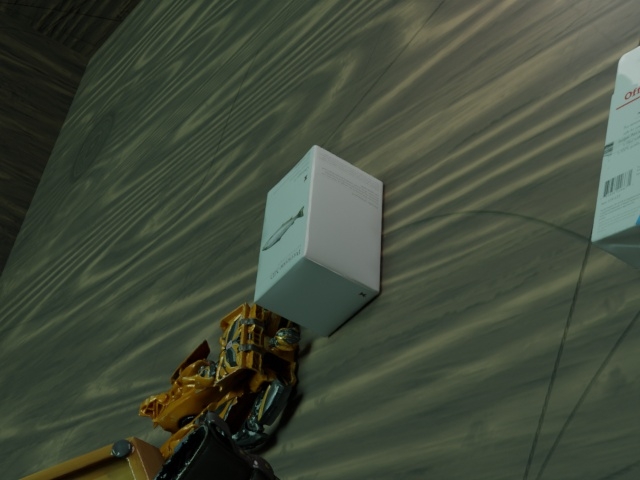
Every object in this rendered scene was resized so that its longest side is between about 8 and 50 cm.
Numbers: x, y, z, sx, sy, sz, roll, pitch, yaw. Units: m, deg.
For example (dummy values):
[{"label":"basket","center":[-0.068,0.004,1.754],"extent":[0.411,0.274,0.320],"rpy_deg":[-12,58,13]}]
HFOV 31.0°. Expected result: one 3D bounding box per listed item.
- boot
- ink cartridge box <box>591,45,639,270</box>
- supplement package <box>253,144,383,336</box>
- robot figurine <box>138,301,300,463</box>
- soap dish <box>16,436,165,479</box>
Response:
[{"label":"boot","center":[-0.084,0.294,1.019],"extent":[0.263,0.229,0.091],"rpy_deg":[-59,23,7]},{"label":"ink cartridge box","center":[0.276,-0.077,0.890],"extent":[0.104,0.060,0.180],"rpy_deg":[-28,40,54]},{"label":"supplement package","center":[0.000,0.000,1.332],"extent":[0.105,0.105,0.179],"rpy_deg":[-43,30,38]},{"label":"robot figurine","center":[-0.126,0.190,1.414],"extent":[0.291,0.085,0.211],"rpy_deg":[-46,28,33]},{"label":"soap dish","center":[-0.284,0.356,1.270],"extent":[0.118,0.291,0.229],"rpy_deg":[84,162,-47]}]
